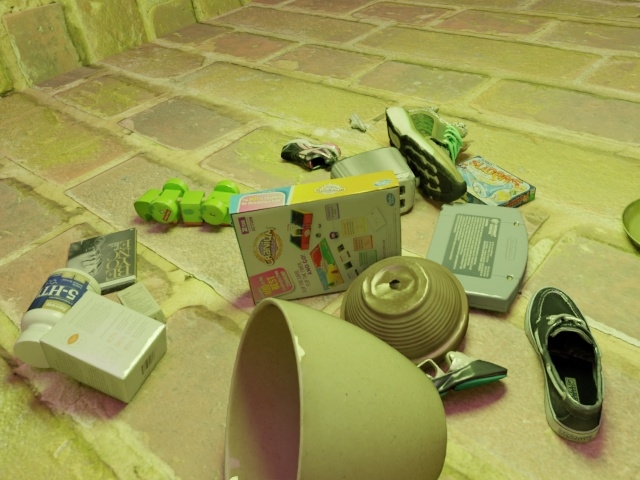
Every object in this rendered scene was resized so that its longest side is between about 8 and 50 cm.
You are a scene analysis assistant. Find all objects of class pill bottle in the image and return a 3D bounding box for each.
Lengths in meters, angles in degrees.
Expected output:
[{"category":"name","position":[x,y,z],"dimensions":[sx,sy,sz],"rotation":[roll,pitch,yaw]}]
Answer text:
[{"category":"pill bottle","position":[-0.527,0.155,1.044],"dimensions":[0.112,0.111,0.186],"rotation":[-4,39,5]}]

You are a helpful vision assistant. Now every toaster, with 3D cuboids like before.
[{"category":"toaster","position":[0.124,-0.132,1.271],"dimensions":[0.227,0.129,0.146],"rotation":[-16,41,-12]}]

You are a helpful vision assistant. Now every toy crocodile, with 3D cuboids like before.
[{"category":"toy crocodile","position":[-0.312,-0.084,1.324],"dimensions":[0.341,0.105,0.115],"rotation":[3,39,7]}]

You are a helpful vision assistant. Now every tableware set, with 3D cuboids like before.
[{"category":"tableware set","position":[0.331,-0.239,1.426],"dimensions":[0.169,0.020,0.141],"rotation":[-38,31,-30]}]

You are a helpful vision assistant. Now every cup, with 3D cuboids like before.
[{"category":"cup","position":[0.024,0.253,0.703],"dimensions":[0.237,0.330,0.331],"rotation":[9,33,-22]}]

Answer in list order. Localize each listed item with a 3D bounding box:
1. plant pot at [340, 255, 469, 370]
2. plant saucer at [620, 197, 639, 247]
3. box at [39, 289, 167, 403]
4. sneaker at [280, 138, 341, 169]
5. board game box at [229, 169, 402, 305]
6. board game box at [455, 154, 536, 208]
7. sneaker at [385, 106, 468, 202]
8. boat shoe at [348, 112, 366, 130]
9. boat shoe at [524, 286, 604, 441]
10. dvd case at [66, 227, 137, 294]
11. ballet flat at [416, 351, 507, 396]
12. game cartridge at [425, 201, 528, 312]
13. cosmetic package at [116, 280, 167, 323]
[{"category":"plant pot","position":[0.142,0.108,0.939],"dimensions":[0.238,0.109,0.237],"rotation":[-11,49,13]},{"category":"plant saucer","position":[0.756,-0.016,1.082],"dimensions":[0.241,0.037,0.240],"rotation":[-5,38,4]},{"category":"box","position":[-0.390,0.192,0.953],"dimensions":[0.171,0.091,0.130],"rotation":[22,46,9]},{"category":"sneaker","position":[-0.036,-0.239,1.482],"dimensions":[0.179,0.072,0.077],"rotation":[3,50,22]},{"category":"board game box","position":[0.000,0.000,1.037],"dimensions":[0.317,0.242,0.064],"rotation":[-9,37,-2]},{"category":"board game box","position":[0.409,-0.138,1.298],"dimensions":[0.136,0.035,0.201],"rotation":[-24,40,-18]},{"category":"sneaker","position":[0.298,-0.253,1.319],"dimensions":[0.182,0.158,0.410],"rotation":[-21,41,0]},{"category":"boat shoe","position":[0.114,-0.370,1.647],"dimensions":[0.035,0.035,0.100],"rotation":[-36,43,10]},{"category":"boat shoe","position":[0.404,0.170,0.862],"dimensions":[0.108,0.102,0.301],"rotation":[4,40,15]},{"category":"dvd case","position":[-0.523,0.054,1.243],"dimensions":[0.165,0.018,0.221],"rotation":[-15,39,-8]},{"category":"ballet flat","position":[0.205,0.222,0.853],"dimensions":[0.203,0.074,0.074],"rotation":[-17,39,-8]},{"category":"game cartridge","position":[0.330,0.027,1.096],"dimensions":[0.198,0.062,0.297],"rotation":[12,42,17]},{"category":"cosmetic package","position":[-0.375,0.140,1.090],"dimensions":[0.060,0.041,0.115],"rotation":[-28,43,-23]}]
